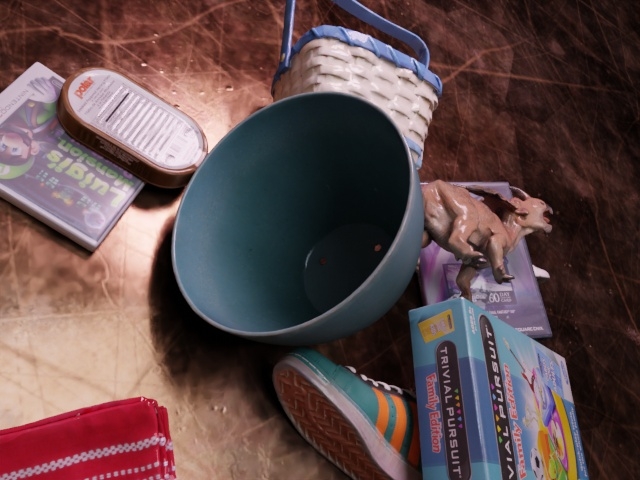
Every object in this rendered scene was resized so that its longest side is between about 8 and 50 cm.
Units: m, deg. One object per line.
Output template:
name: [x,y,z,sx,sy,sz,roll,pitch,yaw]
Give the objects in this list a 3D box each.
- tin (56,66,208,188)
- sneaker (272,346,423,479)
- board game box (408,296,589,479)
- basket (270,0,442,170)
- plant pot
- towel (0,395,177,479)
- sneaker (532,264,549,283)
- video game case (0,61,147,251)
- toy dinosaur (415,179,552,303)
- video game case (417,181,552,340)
tin: [-0.228,-0.141,0.708,0.189,0.040,0.106,31,49,-14]
sneaker: [0.071,0.220,0.696,0.302,0.108,0.121,47,49,-13]
board game box: [0.243,0.244,0.731,0.336,0.079,0.254,29,50,-43]
basket: [0.046,-0.232,0.843,0.254,0.201,0.289,21,69,-23]
plant pot: [0.000,0.000,0.683,0.195,0.290,0.291,44,40,-53]
towel: [-0.187,0.259,0.380,0.198,0.031,0.275,-8,78,-16]
sneaker: [0.333,0.043,0.983,0.152,0.053,0.061,13,57,-26]
video game case: [-0.303,-0.103,0.677,0.190,0.022,0.173,34,53,-13]
toy dinosaur: [0.201,-0.031,0.816,0.295,0.127,0.201,28,55,-32]
video game case: [0.244,0.029,0.916,0.195,0.026,0.275,-1,66,-13]
